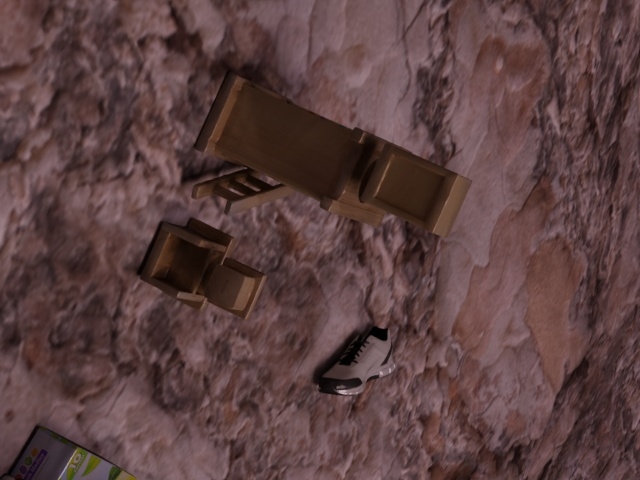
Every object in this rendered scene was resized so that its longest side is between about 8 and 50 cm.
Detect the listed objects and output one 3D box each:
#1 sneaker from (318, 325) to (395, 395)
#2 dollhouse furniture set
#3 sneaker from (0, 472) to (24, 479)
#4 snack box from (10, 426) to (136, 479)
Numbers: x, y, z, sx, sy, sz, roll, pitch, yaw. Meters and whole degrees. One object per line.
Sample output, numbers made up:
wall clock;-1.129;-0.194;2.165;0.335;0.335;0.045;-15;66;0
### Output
sneaker;0.030;0.107;1.528;0.109;0.040;0.044;-28;122;-57
dollhouse furniture set;0.000;0.000;1.172;0.161;0.182;0.101;-66;156;4
sneaker;-0.186;0.216;1.059;0.276;0.097;0.135;42;74;-47
snack box;-0.192;0.203;1.167;0.141;0.037;0.100;-60;154;-8
